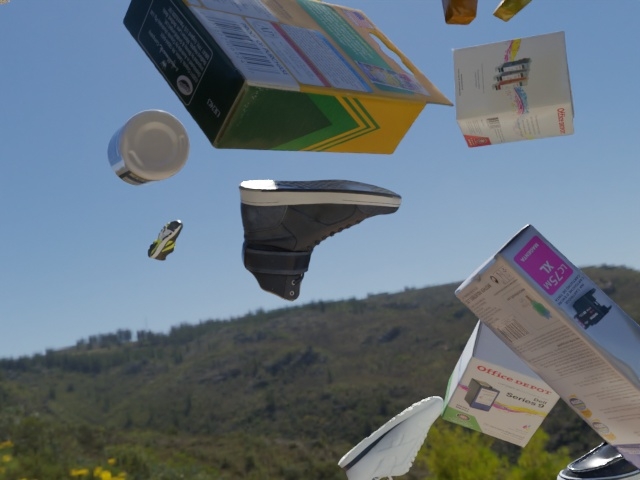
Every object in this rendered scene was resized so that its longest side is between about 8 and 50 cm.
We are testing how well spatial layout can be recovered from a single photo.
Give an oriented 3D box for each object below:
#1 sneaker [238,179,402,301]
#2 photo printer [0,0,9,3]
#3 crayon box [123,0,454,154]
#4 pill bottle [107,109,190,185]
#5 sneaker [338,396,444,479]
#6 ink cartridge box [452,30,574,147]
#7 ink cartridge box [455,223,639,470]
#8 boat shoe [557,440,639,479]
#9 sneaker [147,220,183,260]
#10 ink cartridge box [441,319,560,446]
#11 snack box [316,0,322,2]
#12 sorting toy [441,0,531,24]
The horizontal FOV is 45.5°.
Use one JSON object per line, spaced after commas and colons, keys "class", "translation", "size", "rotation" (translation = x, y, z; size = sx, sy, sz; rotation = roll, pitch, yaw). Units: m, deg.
{"class": "sneaker", "translation": [-0.001, 0.000, 1.066], "size": [0.226, 0.163, 0.086], "rotation": [-1, 14, -9]}
{"class": "photo printer", "translation": [-0.498, -0.465, 0.974], "size": [0.107, 0.307, 0.256], "rotation": [-51, -1, -28]}
{"class": "crayon box", "translation": [-0.025, -0.190, 0.843], "size": [0.323, 0.203, 0.083], "rotation": [-5, -41, -45]}
{"class": "pill bottle", "translation": [-0.248, -0.125, 1.074], "size": [0.094, 0.094, 0.169], "rotation": [-6, 2, -24]}
{"class": "sneaker", "translation": [0.148, 0.382, 1.430], "size": [0.235, 0.095, 0.090], "rotation": [-35, -16, -14]}
{"class": "ink cartridge box", "translation": [0.312, -0.238, 1.225], "size": [0.176, 0.127, 0.128], "rotation": [-5, -17, 18]}
{"class": "ink cartridge box", "translation": [0.300, 0.131, 0.852], "size": [0.065, 0.311, 0.186], "rotation": [-41, -9, -15]}
{"class": "boat shoe", "translation": [0.534, 0.348, 1.294], "size": [0.301, 0.102, 0.108], "rotation": [-14, 2, -8]}
{"class": "sneaker", "translation": [-0.264, 0.001, 1.326], "size": [0.083, 0.031, 0.035], "rotation": [-47, -43, 9]}
{"class": "ink cartridge box", "translation": [0.305, 0.238, 1.272], "size": [0.154, 0.093, 0.212], "rotation": [19, -41, 7]}
{"class": "snack box", "translation": [-0.001, -0.408, 1.508], "size": [0.070, 0.207, 0.174], "rotation": [-45, 15, 2]}
{"class": "sorting toy", "translation": [0.192, -0.392, 0.863], "size": [0.229, 0.307, 0.041], "rotation": [-4, -12, -19]}
